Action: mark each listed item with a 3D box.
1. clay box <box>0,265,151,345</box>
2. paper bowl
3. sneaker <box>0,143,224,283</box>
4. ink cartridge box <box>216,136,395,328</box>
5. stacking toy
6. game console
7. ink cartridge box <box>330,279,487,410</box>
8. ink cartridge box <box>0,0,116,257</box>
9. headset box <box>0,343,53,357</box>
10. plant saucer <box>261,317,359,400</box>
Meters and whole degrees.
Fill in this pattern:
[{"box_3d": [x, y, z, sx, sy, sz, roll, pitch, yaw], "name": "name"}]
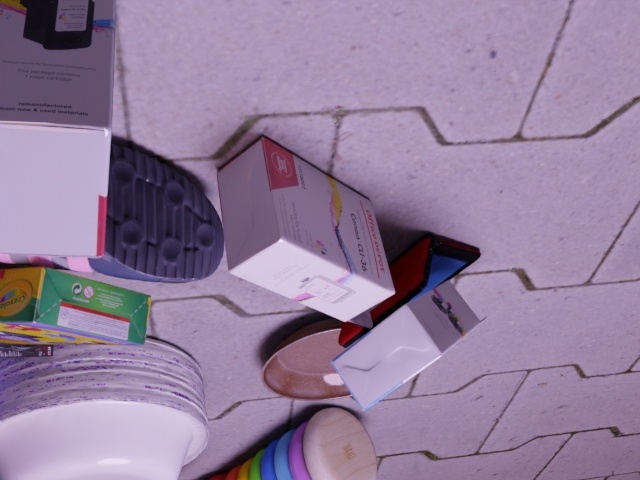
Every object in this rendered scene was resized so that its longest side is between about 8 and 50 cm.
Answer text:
[{"box_3d": [-0.282, 0.065, 0.779, 0.222, 0.053, 0.127, -6, 163, 33], "name": "clay box"}, {"box_3d": [-0.279, 0.243, 1.032, 0.284, 0.148, 0.284, -9, 146, -6], "name": "paper bowl"}, {"box_3d": [-0.236, -0.028, 0.718, 0.319, 0.112, 0.131, 20, 156, -38], "name": "sneaker"}, {"box_3d": [0.000, 0.000, 0.793, 0.067, 0.115, 0.198, -32, 141, 28], "name": "ink cartridge box"}, {"box_3d": [-0.074, 0.376, 1.305, 0.330, 0.141, 0.141, -32, 141, 34], "name": "stacking toy"}, {"box_3d": [0.102, 0.066, 0.949, 0.085, 0.124, 0.144, 36, 128, -15], "name": "game console"}, {"box_3d": [0.098, 0.101, 0.877, 0.104, 0.061, 0.181, -40, 169, 24], "name": "ink cartridge box"}, {"box_3d": [-0.173, -0.095, 0.554, 0.072, 0.175, 0.127, 2, 143, -14], "name": "ink cartridge box"}, {"box_3d": [-0.332, 0.099, 0.909, 0.083, 0.032, 0.062, 0, 144, -19], "name": "headset box"}, {"box_3d": [0.020, 0.147, 1.079, 0.198, 0.036, 0.199, -9, 146, -6], "name": "plant saucer"}]
